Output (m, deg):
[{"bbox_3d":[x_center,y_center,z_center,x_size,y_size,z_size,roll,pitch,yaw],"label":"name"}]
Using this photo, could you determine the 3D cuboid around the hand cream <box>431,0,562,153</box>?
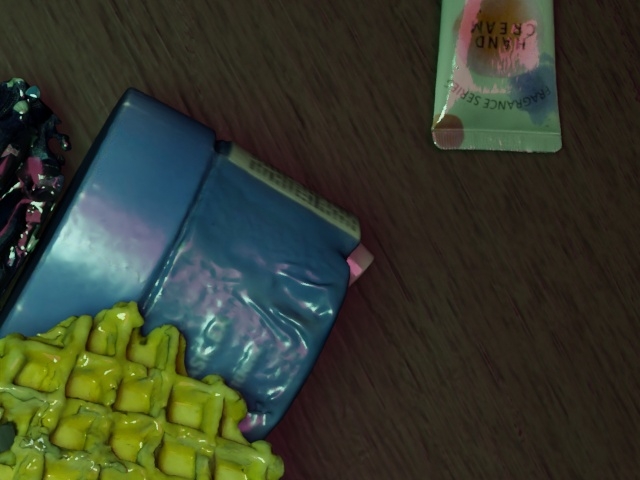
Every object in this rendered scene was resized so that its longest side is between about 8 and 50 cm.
[{"bbox_3d":[0.162,-0.250,1.598,0.124,0.078,0.341,1,87,-14],"label":"hand cream"}]

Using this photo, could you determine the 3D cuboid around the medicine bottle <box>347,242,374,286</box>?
[{"bbox_3d":[0.000,0.000,1.528,0.089,0.052,0.052,43,75,-5],"label":"medicine bottle"}]

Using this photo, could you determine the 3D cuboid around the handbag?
[{"bbox_3d":[-0.304,-0.009,1.406,0.162,0.113,0.260,18,73,35],"label":"handbag"}]

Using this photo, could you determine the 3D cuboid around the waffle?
[{"bbox_3d":[-0.146,0.170,1.179,0.261,0.056,0.250,-25,76,-38],"label":"waffle"}]

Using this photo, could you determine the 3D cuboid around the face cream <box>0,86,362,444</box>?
[{"bbox_3d":[-0.112,0.037,1.393,0.225,0.249,0.249,27,77,-9],"label":"face cream"}]
